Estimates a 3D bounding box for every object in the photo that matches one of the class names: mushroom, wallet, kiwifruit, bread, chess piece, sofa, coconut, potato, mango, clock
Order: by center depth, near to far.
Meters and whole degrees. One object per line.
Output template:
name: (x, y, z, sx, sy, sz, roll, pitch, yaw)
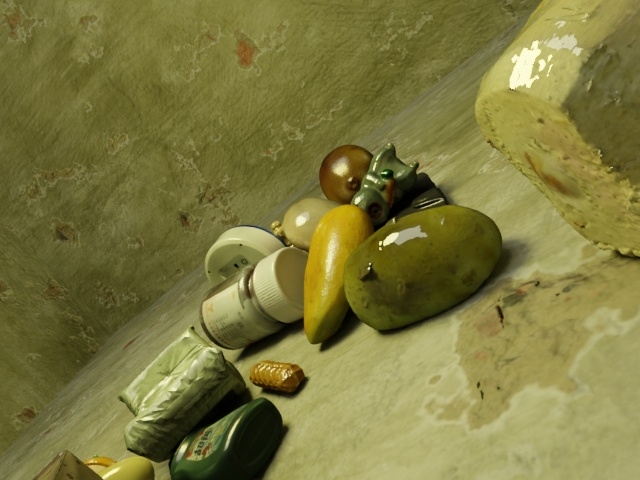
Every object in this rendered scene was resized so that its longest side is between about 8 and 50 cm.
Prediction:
coconut: (0.328, -0.150, 0.527, 0.255, 0.297, 0.297, -41, 12, 2)
potato: (0.127, 0.027, 0.785, 0.272, 0.111, 0.160, -27, 39, 33)
bread: (-0.079, 0.237, 0.918, 0.052, 0.044, 0.157, -40, 12, -29)
sofa: (-0.261, 0.260, 0.935, 0.210, 0.176, 0.225, -45, -12, -14)
mango: (0.031, 0.053, 1.002, 0.176, 0.119, 0.316, -47, 20, 49)
wallet: (0.180, -0.036, 1.100, 0.197, 0.051, 0.377, -37, 14, 16)
mushroom: (0.000, 0.000, 1.254, 0.204, 0.204, 0.204, -38, 13, 10)
clock: (-0.179, 0.076, 1.335, 0.230, 0.230, 0.083, -31, 16, 35)
chess piece: (-0.064, 0.018, 1.338, 0.060, 0.172, 0.060, -39, 11, 9)
kiwifruit: (0.091, -0.190, 1.578, 0.196, 0.196, 0.234, -39, 12, 5)

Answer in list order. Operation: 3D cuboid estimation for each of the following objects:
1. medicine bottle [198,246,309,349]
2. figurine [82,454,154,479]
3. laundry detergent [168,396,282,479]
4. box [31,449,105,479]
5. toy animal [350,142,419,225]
medicine bottle: (-0.135, 0.134, 1.168, 0.273, 0.165, 0.165, -29, 17, 38)
figurine: (-0.429, 0.483, 0.933, 0.325, 0.124, 0.222, -36, 10, 5)
laundry detergent: (-0.160, 0.320, 0.806, 0.222, 0.078, 0.144, -33, 13, 40)
box: (-0.359, 0.456, 0.650, 0.225, 0.190, 0.297, -44, 12, -9)
toy animal: (0.124, -0.091, 1.147, 0.236, 0.108, 0.138, -58, -15, -7)
